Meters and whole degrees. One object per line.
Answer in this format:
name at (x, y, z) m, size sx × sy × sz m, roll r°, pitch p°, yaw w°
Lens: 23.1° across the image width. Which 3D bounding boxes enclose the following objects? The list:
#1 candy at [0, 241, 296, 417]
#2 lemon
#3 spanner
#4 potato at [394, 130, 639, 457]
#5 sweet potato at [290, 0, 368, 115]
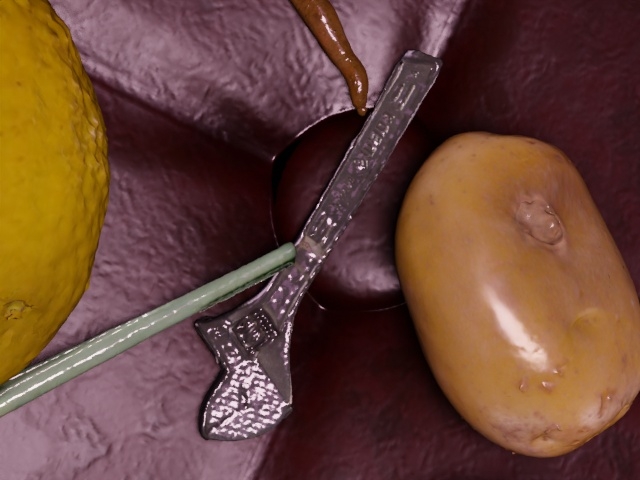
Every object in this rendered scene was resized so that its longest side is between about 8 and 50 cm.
candy at (-0.161, 0.079, 1.044) m, size 0.335 × 0.092 × 0.093 m, roll -28°, pitch 74°, yaw -16°
lemon at (-0.254, -0.035, 0.926) m, size 0.268 × 0.268 × 0.322 m, roll 4°, pitch 79°, yaw -14°
spanner at (0.000, 0.000, 1.118) m, size 0.093 × 0.026 × 0.325 m, roll 33°, pitch 79°, yaw -12°
potato at (0.133, 0.037, 1.094) m, size 0.150 × 0.146 × 0.234 m, roll -7°, pitch 72°, yaw -58°
sweet potato at (0.009, -0.143, 1.122) m, size 0.026 × 0.026 × 0.115 m, roll -30°, pitch 85°, yaw -14°
